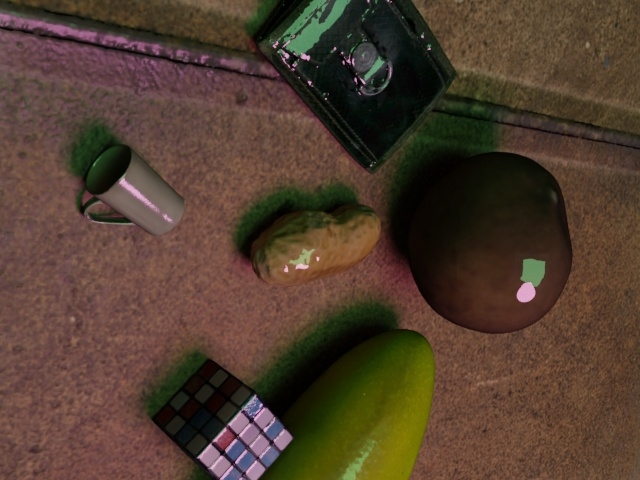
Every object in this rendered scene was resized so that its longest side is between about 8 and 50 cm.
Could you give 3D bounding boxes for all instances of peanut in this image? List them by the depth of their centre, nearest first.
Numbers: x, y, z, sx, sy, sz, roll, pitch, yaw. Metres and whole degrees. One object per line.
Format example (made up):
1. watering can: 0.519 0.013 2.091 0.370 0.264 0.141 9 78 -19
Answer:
1. peanut: 0.000 0.000 1.032 0.174 0.080 0.080 -18 118 -38

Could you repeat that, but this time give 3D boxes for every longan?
1. longan: 0.199 0.003 1.119 0.196 0.196 0.220 25 57 -43

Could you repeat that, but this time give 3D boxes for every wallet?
1. wallet: 0.049 -0.191 1.012 0.160 0.055 0.236 -50 132 -4

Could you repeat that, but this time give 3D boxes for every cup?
1. cup: -0.176 -0.037 0.881 0.075 0.054 0.083 -55 135 -10

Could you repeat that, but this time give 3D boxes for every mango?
1. mango: 0.030 0.245 1.099 0.343 0.156 0.192 -52 149 -20

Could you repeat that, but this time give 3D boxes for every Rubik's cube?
1. Rubik's cube: -0.102 0.201 1.011 0.092 0.092 0.092 -47 131 -15
